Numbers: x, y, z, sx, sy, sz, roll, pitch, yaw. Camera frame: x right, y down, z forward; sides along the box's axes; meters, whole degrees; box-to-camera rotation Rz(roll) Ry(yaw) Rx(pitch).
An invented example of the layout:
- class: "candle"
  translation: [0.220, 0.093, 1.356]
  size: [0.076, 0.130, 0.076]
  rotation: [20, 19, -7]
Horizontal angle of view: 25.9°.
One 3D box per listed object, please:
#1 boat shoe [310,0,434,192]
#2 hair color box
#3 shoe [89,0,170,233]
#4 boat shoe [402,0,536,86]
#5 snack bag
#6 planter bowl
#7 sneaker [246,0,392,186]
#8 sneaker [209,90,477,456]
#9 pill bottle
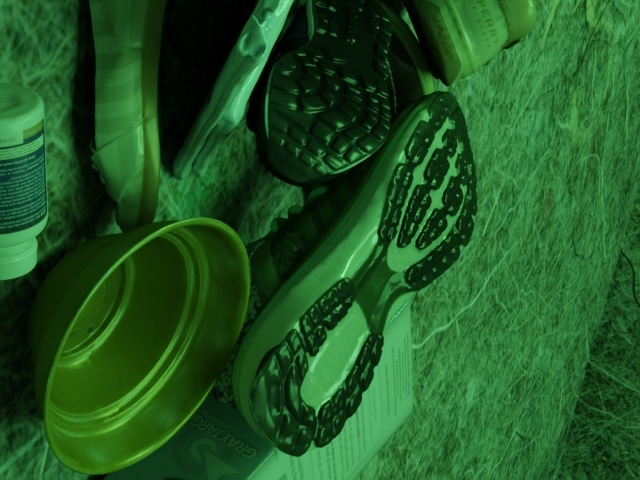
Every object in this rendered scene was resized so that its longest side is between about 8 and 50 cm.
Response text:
- class: "boat shoe"
  translation: [0.034, -0.093, 1.399]
  size: [0.342, 0.123, 0.123]
  rotation: [89, 27, -52]
- class: "hair color box"
  translation: [-0.062, 0.208, 1.321]
  size: [0.374, 0.113, 0.185]
  rotation: [-46, 148, -31]
- class: "shoe"
  translation: [-0.147, -0.099, 1.052]
  size: [0.076, 0.058, 0.219]
  rotation: [-96, -169, -56]
- class: "boat shoe"
  translation: [0.146, -0.230, 1.395]
  size: [0.341, 0.110, 0.121]
  rotation: [-98, 164, -72]
- class: "snack bag"
  translation: [-0.013, -0.220, 1.084]
  size: [0.323, 0.037, 0.342]
  rotation: [-64, -173, -17]
- class: "planter bowl"
  translation: [-0.158, 0.063, 1.069]
  size: [0.217, 0.090, 0.217]
  rotation: [-39, 144, -35]
- class: "sneaker"
  translation: [-0.011, -0.107, 1.173]
  size: [0.124, 0.107, 0.283]
  rotation: [-49, -167, 33]
- class: "sneaker"
  translation: [0.000, 0.000, 1.273]
  size: [0.410, 0.182, 0.158]
  rotation: [-52, 137, -32]
- class: "pill bottle"
  translation: [-0.213, -0.037, 0.913]
  size: [0.067, 0.067, 0.120]
  rotation: [-42, 143, -52]
